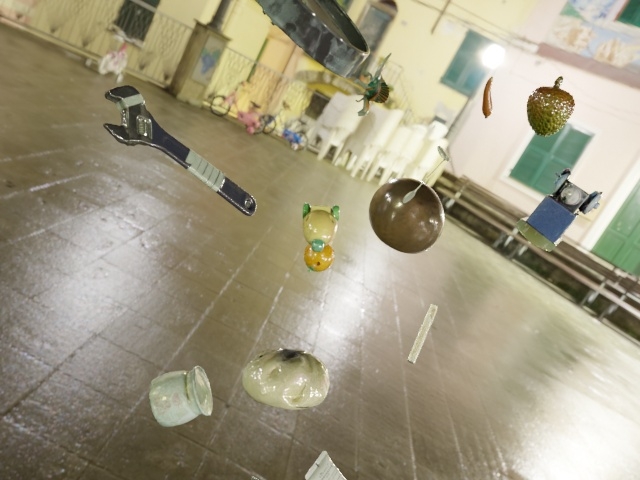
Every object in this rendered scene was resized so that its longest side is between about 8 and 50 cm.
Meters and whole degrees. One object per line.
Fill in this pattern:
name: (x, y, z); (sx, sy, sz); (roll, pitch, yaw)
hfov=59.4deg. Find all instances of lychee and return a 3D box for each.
lychee: (0.559, -0.326, 1.367); (0.114, 0.147, 0.114); (7, 29, -4)

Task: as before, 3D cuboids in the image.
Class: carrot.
carrot: (0.546, -0.464, 1.829); (0.035, 0.142, 0.035); (-5, 32, 3)

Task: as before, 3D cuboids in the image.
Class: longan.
longan: (0.289, -0.086, 1.875); (0.258, 0.258, 0.258); (27, 14, -7)

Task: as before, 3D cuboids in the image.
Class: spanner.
spanner: (-0.207, -0.121, 0.876); (0.316, 0.024, 0.087); (39, 45, -42)

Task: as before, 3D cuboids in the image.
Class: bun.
bun: (-0.098, 0.402, 1.676); (0.272, 0.169, 0.273); (8, 0, 0)

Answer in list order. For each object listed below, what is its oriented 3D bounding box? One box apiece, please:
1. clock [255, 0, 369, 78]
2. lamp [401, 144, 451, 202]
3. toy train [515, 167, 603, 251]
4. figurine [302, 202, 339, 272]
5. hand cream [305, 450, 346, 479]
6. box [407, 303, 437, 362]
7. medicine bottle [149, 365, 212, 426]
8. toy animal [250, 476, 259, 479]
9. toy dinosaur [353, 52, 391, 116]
clock: (-0.040, -0.533, 1.265); (0.386, 0.076, 0.386); (38, 27, -23)
lamp: (0.305, -0.192, 1.670); (0.056, 0.198, 0.050); (50, 25, 17)
toy train: (0.639, -0.076, 1.491); (0.131, 0.202, 0.299); (40, 20, 19)
figurine: (0.000, 0.000, 1.935); (0.124, 0.222, 0.324); (2, -14, 1)
hand cream: (0.046, 0.511, 1.122); (0.194, 0.067, 0.042); (51, -27, -11)
box: (0.283, 0.261, 1.554); (0.024, 0.167, 0.090); (23, -10, 15)
medicine bottle: (-0.389, 0.438, 1.581); (0.142, 0.147, 0.147); (-17, 19, 1)
toy animal: (-0.128, 0.805, 1.733); (0.108, 0.138, 0.236); (14, 14, -33)
toy dinosaur: (0.167, -0.461, 1.685); (0.106, 0.187, 0.044); (55, 15, -1)
